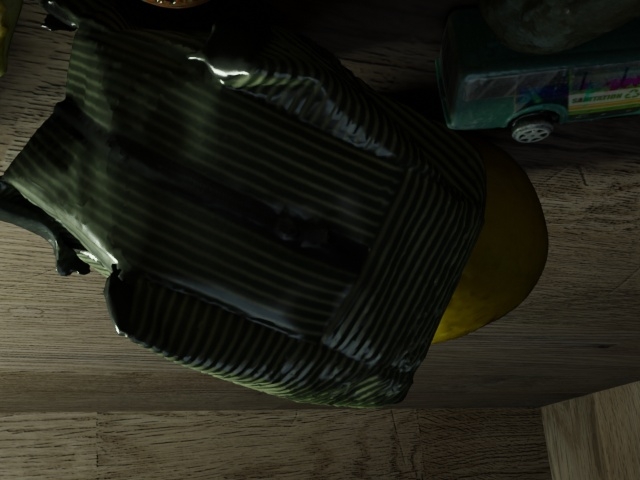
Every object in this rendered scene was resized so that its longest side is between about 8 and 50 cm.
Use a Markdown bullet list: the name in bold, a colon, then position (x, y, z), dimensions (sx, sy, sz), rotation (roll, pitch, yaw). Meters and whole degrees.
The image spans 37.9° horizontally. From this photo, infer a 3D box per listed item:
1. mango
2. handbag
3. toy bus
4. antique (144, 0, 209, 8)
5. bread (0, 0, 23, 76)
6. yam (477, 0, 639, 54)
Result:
- **mango**: position (0.000, 0.000, 0.938), dimensions (0.445, 0.220, 0.301), rotation (-2, 168, -5)
- **handbag**: position (-0.076, -0.038, 0.660), dimensions (0.240, 0.247, 0.341), rotation (16, -171, -47)
- **toy bus**: position (0.230, -0.147, 0.775), dimensions (0.262, 0.091, 0.109), rotation (-7, 155, -1)
- **antique**: position (-0.086, -0.187, 0.545), dimensions (0.104, 0.104, 0.104), rotation (-5, 161, -2)
- **bread**: position (-0.231, -0.168, 0.583), dimensions (0.110, 0.103, 0.156), rotation (-25, 161, 19)
- **yam**: position (0.196, -0.208, 0.533), dimensions (0.133, 0.133, 0.330), rotation (2, 164, -22)
